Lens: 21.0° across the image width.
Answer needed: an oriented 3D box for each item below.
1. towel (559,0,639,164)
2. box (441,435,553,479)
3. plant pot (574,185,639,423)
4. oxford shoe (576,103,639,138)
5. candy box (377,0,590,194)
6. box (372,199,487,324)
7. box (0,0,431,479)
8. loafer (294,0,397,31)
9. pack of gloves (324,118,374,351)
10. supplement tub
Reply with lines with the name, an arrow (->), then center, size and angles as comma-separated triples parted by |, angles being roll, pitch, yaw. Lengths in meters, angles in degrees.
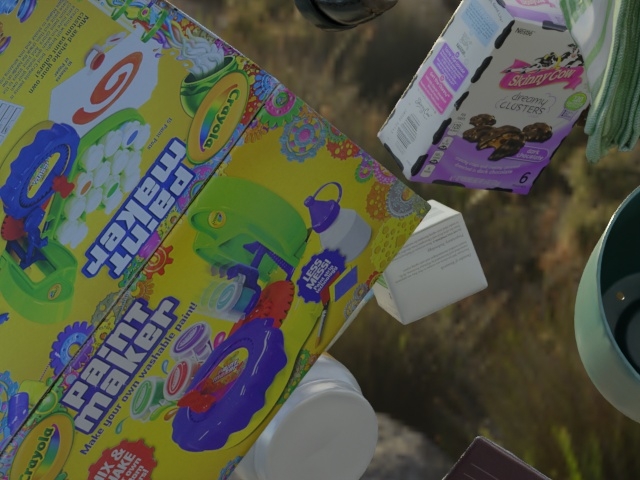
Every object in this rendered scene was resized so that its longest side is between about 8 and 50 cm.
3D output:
towel -> 0.170, -0.236, 1.051 | 0.038, 0.248, 0.325 | 2, 41, -2
box -> 0.130, 0.298, 1.331 | 0.167, 0.168, 0.203 | 32, 62, 22
plant pot -> 0.418, 0.087, 1.934 | 0.293, 0.293, 0.235 | 0, -18, -8
oxford shoe -> 0.283, -0.172, 1.838 | 0.227, 0.096, 0.083 | 26, 2, -22
candy box -> 0.175, -0.144, 1.655 | 0.164, 0.196, 0.070 | 5, 39, -39
box -> 0.102, 0.021, 1.794 | 0.102, 0.087, 0.101 | -25, 14, -9
box -> -0.142, -0.003, 1.104 | 0.279, 0.290, 0.177 | 39, 2, 42
loafer -> 0.047, -0.285, 1.270 | 0.096, 0.268, 0.084 | 12, -6, -36
pack of gloves -> 0.000, 0.000, 2.144 | 0.195, 0.232, 0.046 | 42, 18, 3
supplement tub -> -0.047, 0.156, 1.664 | 0.144, 0.144, 0.199 | -9, 25, -29
